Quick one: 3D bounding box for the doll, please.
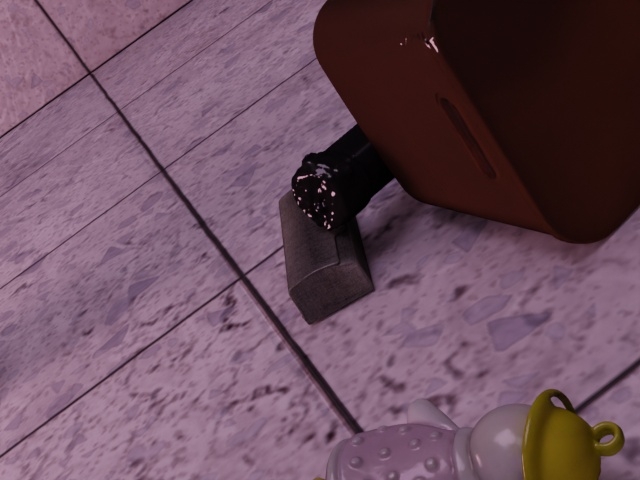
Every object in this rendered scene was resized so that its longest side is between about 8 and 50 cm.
[{"bbox_3d":[0.077,0.139,0.639,0.207,0.081,0.129,-21,35,24],"label":"doll"}]

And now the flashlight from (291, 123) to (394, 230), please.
[{"bbox_3d":[0.064,-0.092,1.046,0.093,0.093,0.232,-8,28,46],"label":"flashlight"}]

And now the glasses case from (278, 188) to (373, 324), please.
[{"bbox_3d":[0.000,0.000,1.041,0.071,0.047,0.205,-29,24,9],"label":"glasses case"}]

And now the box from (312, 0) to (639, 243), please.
[{"bbox_3d":[0.194,-0.190,0.912,0.339,0.239,0.229,-42,23,-17],"label":"box"}]
